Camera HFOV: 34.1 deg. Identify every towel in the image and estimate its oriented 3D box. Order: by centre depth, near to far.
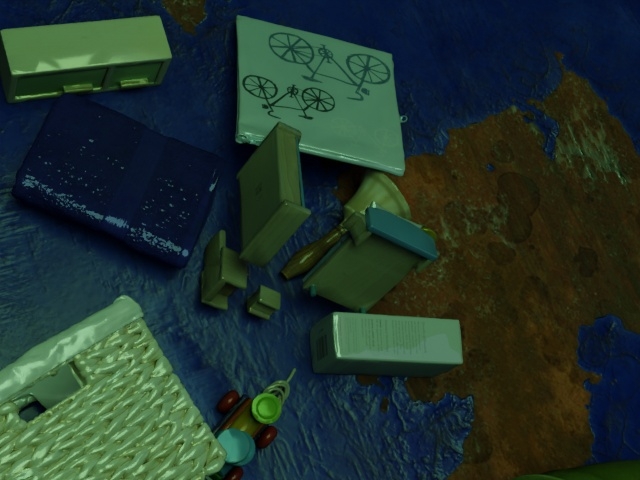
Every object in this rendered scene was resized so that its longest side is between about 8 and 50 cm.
[{"bbox_3d":[-0.329,-0.097,1.726,0.308,0.076,0.228,24,56,-10],"label":"towel"}]

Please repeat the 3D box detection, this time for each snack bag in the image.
[{"bbox_3d":[0.001,-0.257,1.876,0.323,0.037,0.342,11,47,-17],"label":"snack bag"}]

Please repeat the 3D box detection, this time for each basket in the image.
[{"bbox_3d":[-0.354,0.290,1.421,0.328,0.331,0.266,-33,90,-28],"label":"basket"}]

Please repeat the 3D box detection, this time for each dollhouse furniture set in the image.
[{"bbox_3d":[0.000,0.000,1.745,0.303,0.286,0.198,24,39,-26],"label":"dollhouse furniture set"}]

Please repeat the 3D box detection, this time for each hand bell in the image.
[{"bbox_3d":[0.030,-0.008,1.823,0.242,0.126,0.126,-39,87,-16],"label":"hand bell"}]

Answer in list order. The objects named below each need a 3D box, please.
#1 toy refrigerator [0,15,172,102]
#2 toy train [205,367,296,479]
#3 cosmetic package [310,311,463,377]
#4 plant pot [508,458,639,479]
[{"bbox_3d":[-0.397,-0.303,1.759,0.269,0.102,0.094,-11,74,-25],"label":"toy refrigerator"},{"bbox_3d":[-0.097,0.266,1.625,0.105,0.143,0.248,43,61,-1],"label":"toy train"},{"bbox_3d":[0.110,0.177,1.757,0.231,0.117,0.085,4,70,-21],"label":"cosmetic package"},{"bbox_3d":[0.500,0.505,1.675,0.353,0.366,0.366,-11,74,-37],"label":"plant pot"}]
